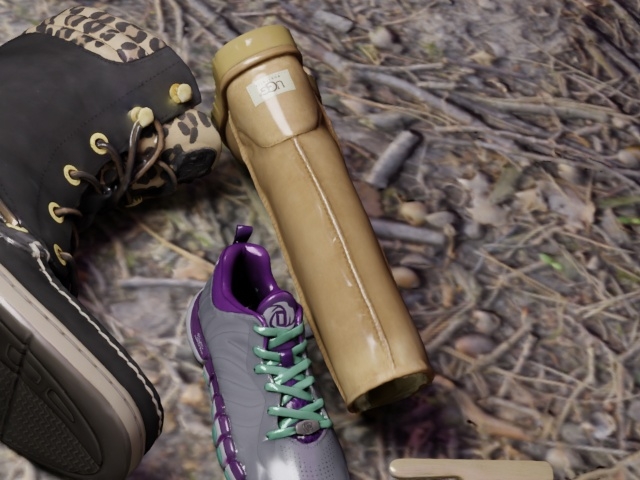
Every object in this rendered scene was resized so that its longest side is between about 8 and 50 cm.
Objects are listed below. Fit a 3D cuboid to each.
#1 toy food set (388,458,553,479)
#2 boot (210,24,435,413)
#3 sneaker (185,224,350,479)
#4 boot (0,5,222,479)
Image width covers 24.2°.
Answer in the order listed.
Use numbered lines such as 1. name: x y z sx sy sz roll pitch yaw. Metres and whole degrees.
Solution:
1. toy food set: 0.102 0.238 0.980 0.132 0.038 0.192 5 57 -8
2. boot: 0.000 0.000 1.114 0.089 0.236 0.269 -24 77 2
3. sneaker: -0.035 0.096 1.020 0.083 0.098 0.224 -9 51 -27
4. boot: -0.180 -0.021 1.064 0.377 0.138 0.284 37 46 24
